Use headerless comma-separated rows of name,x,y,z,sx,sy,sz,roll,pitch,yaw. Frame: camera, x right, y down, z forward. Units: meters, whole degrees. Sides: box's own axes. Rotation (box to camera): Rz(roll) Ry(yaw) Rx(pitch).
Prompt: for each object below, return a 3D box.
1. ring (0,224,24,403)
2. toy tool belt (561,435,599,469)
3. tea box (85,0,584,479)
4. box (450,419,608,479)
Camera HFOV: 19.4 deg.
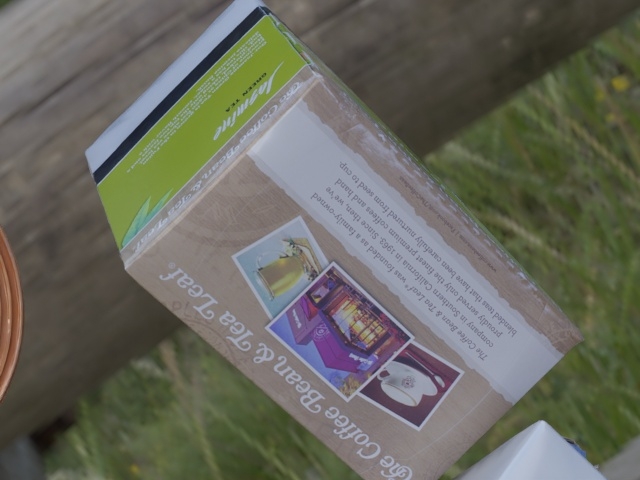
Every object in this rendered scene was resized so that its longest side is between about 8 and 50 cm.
ring,-0.422,0.061,1.595,0.336,0.336,0.032,-34,16,1
toy tool belt,0.217,0.204,1.712,0.051,0.083,0.052,5,88,38
tea box,0.000,0.000,1.595,0.220,0.329,0.323,-44,24,6
box,0.207,0.350,1.459,0.215,0.345,0.168,-47,0,-36
